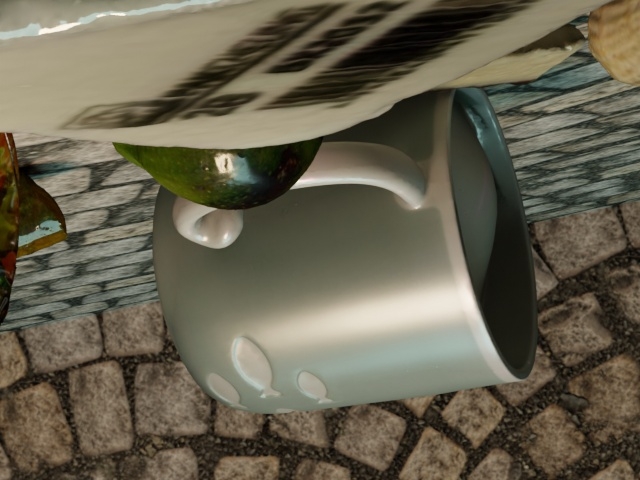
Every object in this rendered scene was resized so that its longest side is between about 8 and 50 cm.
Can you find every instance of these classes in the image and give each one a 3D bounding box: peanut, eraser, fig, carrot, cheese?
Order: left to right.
[{"bbox_3d":[-0.304,-0.012,1.634,0.173,0.082,0.082,-18,175,-9],"label":"carrot"},{"bbox_3d":[-0.075,-0.084,1.289,0.156,0.123,0.123,9,-172,38],"label":"fig"},{"bbox_3d":[-0.023,-0.128,0.739,0.331,0.150,0.331,-12,176,-1],"label":"eraser"},{"bbox_3d":[0.015,-0.124,1.436,0.400,0.034,0.085,-10,169,-26],"label":"cheese"},{"bbox_3d":[0.249,-0.158,1.310,0.087,0.087,0.207,-9,173,-25],"label":"peanut"}]

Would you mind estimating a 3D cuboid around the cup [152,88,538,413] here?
[{"bbox_3d":[0.000,0.000,1.583,0.274,0.259,0.357,-12,161,18],"label":"cup"}]

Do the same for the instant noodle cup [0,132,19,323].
[{"bbox_3d":[-0.301,-0.011,0.945,0.251,0.251,0.190,-7,-178,-41],"label":"instant noodle cup"}]
